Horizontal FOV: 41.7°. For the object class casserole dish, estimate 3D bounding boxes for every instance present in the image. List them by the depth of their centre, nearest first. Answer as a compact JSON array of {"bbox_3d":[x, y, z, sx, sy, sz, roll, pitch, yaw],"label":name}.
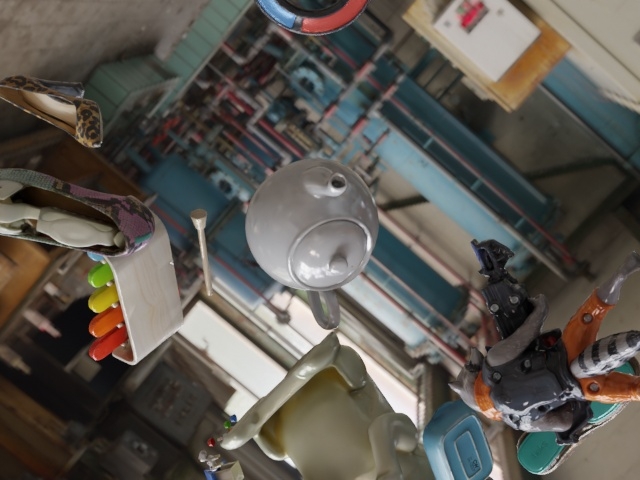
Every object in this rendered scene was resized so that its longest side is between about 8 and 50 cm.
[{"bbox_3d":[0.239,0.356,1.417,0.114,0.188,0.037,-33,-152,-22],"label":"casserole dish"}]

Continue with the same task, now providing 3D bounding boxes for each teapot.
[{"bbox_3d":[0.000,0.000,1.440,0.252,0.256,0.187,-45,-139,13],"label":"teapot"}]

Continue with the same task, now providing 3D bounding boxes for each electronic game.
[{"bbox_3d":[-0.017,-0.461,1.442,0.229,0.229,0.048,-46,-159,34],"label":"electronic game"}]

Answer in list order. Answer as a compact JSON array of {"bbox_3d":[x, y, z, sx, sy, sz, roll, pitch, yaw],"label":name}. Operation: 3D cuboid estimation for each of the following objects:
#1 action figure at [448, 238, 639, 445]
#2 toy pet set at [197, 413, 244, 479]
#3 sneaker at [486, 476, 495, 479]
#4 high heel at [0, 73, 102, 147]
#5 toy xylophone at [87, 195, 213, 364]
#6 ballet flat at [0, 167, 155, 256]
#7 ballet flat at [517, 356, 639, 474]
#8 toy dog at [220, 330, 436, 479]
[{"bbox_3d":[0.314,0.141,1.181,0.330,0.341,0.178,-34,175,35],"label":"action figure"},{"bbox_3d":[-0.189,0.401,1.553,0.065,0.114,0.122,-17,-175,19],"label":"toy pet set"},{"bbox_3d":[0.407,0.624,2.156,0.101,0.153,0.268,-59,-174,10],"label":"sneaker"},{"bbox_3d":[-0.549,-0.254,1.693,0.261,0.186,0.093,52,-46,44],"label":"high heel"},{"bbox_3d":[-0.294,0.069,1.439,0.236,0.081,0.322,-34,140,-42],"label":"toy xylophone"},{"bbox_3d":[-0.284,-0.026,0.868,0.079,0.222,0.076,-56,157,-74],"label":"ballet flat"},{"bbox_3d":[0.449,0.282,1.442,0.106,0.107,0.316,-15,148,-44],"label":"ballet flat"},{"bbox_3d":[0.066,0.405,1.569,0.284,0.408,0.395,-44,176,2],"label":"toy dog"}]
